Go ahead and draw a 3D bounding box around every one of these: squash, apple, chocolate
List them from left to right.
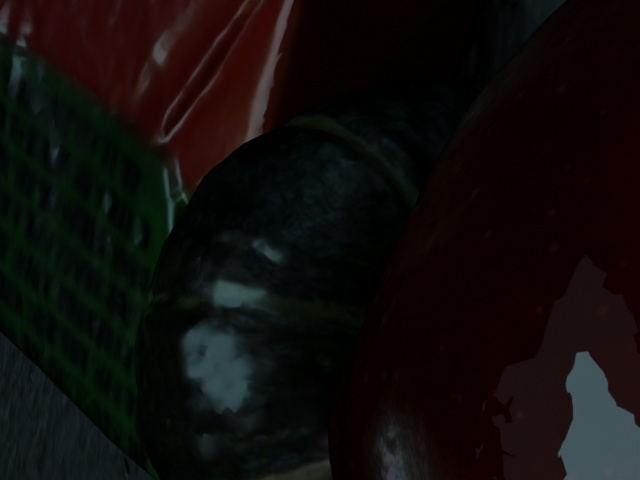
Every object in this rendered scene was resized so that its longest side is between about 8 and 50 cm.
[{"bbox_3d":[-0.086,-0.077,1.135,0.360,0.161,0.341,35,115,46],"label":"chocolate"},{"bbox_3d":[0.049,0.056,0.790,0.165,0.252,0.252,175,98,-68],"label":"squash"},{"bbox_3d":[0.142,0.054,0.527,0.317,0.288,0.288,136,134,-73],"label":"apple"}]
